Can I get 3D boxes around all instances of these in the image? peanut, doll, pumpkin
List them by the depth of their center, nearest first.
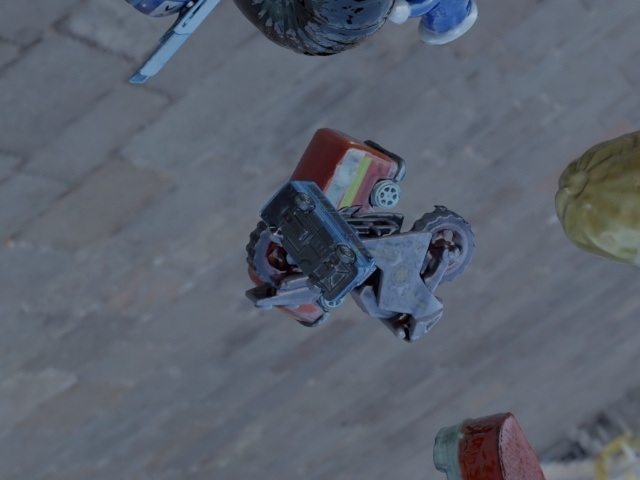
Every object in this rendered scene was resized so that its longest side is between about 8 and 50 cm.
[{"bbox_3d":[0.371,-0.033,1.616,0.147,0.305,0.147,10,90,-67],"label":"peanut"},{"bbox_3d":[-0.008,-0.301,1.901,0.140,0.202,0.202,-44,176,-45],"label":"pumpkin"},{"bbox_3d":[0.116,-0.354,2.049,0.161,0.215,0.257,-1,149,24],"label":"doll"}]

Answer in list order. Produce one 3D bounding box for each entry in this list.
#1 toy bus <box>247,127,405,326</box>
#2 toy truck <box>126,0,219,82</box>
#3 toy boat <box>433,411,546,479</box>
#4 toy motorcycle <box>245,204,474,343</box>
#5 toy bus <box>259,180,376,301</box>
[{"bbox_3d":[-0.001,-0.020,2.302,0.120,0.121,0.265,24,97,-34],"label":"toy bus"},{"bbox_3d":[-0.144,-0.208,1.517,0.136,0.074,0.063,-52,-165,-27],"label":"toy truck"},{"bbox_3d":[0.177,0.326,1.814,0.133,0.332,0.145,-29,136,24],"label":"toy boat"},{"bbox_3d":[0.031,0.030,1.463,0.215,0.080,0.122,-1,108,-27],"label":"toy motorcycle"},{"bbox_3d":[0.000,0.000,1.163,0.038,0.083,0.046,-46,162,25],"label":"toy bus"}]
